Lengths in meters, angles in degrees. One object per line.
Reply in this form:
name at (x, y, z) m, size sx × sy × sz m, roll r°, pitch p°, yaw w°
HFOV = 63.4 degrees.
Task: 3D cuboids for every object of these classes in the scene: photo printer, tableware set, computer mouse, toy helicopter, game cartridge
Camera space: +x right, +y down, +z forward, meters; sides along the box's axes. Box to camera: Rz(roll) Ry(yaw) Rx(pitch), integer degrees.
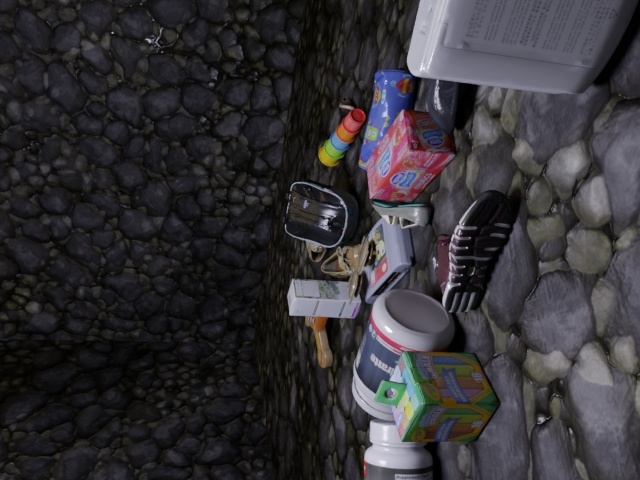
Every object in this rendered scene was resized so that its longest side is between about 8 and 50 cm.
photo printer at (0.301, -0.344, 0.736) m, size 0.107 × 0.308 × 0.256 m, roll -107°, pitch 23°, yaw -55°
tableware set at (0.129, 0.093, 1.580) m, size 0.128 × 0.039 × 0.194 m, roll -91°, pitch 17°, yaw -68°
computer mouse at (0.283, -0.378, 1.167) m, size 0.188 × 0.072 × 0.272 m, roll -47°, pitch -37°, yaw -68°
toy helicopter at (0.002, 0.329, 2.076) m, size 0.235 × 0.140 × 0.354 m, roll -40°, pitch 58°, yaw 57°
game cartridge at (0.188, 0.046, 1.541) m, size 0.294 × 0.060 × 0.196 m, roll 119°, pitch 155°, yaw -57°

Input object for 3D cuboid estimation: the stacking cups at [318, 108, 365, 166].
stacking cups at (0.086, -0.398, 1.974) m, size 0.316 × 0.096 × 0.096 m, roll 132°, pitch 140°, yaw -61°

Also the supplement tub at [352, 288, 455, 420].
supplement tub at (0.186, 0.268, 1.218) m, size 0.191 × 0.191 × 0.272 m, roll -109°, pitch 27°, yaw -55°

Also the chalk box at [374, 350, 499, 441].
chalk box at (0.218, 0.314, 1.045) m, size 0.132 × 0.213 × 0.132 m, roll -105°, pitch 24°, yaw -50°

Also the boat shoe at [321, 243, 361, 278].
boat shoe at (0.082, 0.081, 1.841) m, size 0.285 × 0.089 × 0.104 m, roll 132°, pitch 140°, yaw -65°

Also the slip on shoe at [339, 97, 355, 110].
slip on shoe at (0.106, -0.527, 2.008) m, size 0.135 × 0.052 × 0.041 m, roll -115°, pitch 43°, yaw -72°

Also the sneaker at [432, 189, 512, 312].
sneaker at (0.291, -0.001, 1.081) m, size 0.162 × 0.107 × 0.281 m, roll -105°, pitch 23°, yaw -58°

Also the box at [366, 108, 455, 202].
box at (0.223, -0.208, 1.332) m, size 0.257 × 0.128 × 0.122 m, roll 126°, pitch 145°, yaw -62°

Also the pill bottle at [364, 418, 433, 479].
pill bottle at (0.182, 0.570, 1.210) m, size 0.161 × 0.161 × 0.283 m, roll 146°, pitch 127°, yaw -71°

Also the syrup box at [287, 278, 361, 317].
syrup box at (0.013, 0.200, 1.781) m, size 0.093 × 0.237 × 0.096 m, roll -102°, pitch 23°, yaw -47°

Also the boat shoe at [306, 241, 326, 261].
boat shoe at (0.000, 0.000, 2.149) m, size 0.302 × 0.109 × 0.098 m, roll 113°, pitch 151°, yaw -64°

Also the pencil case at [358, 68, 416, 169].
pencil case at (0.190, -0.345, 1.499) m, size 0.133 × 0.119 × 0.306 m, roll 24°, pitch 112°, yaw 43°

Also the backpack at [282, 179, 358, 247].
backpack at (0.016, -0.095, 1.900) m, size 0.254 × 0.191 × 0.225 m, roll 21°, pitch 110°, yaw 32°

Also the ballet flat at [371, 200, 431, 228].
ballet flat at (0.208, -0.068, 1.384) m, size 0.213 × 0.072 × 0.068 m, roll 12°, pitch 102°, yaw 57°
